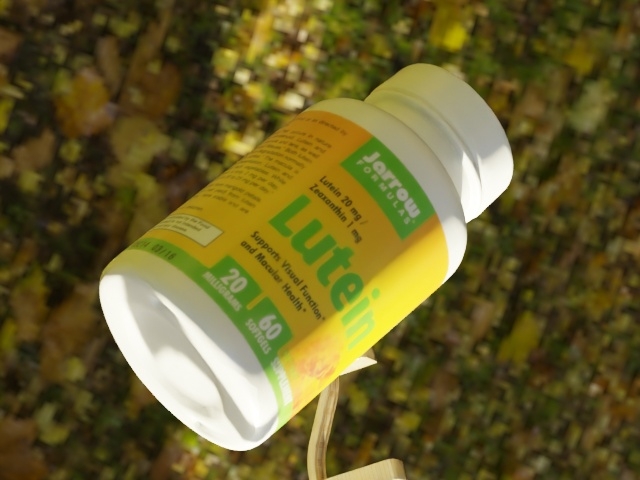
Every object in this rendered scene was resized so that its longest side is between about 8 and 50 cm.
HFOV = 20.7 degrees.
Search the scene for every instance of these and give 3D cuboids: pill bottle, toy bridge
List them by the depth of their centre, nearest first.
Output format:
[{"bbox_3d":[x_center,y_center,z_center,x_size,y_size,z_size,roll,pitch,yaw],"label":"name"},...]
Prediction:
[{"bbox_3d":[0.000,0.000,1.051,0.246,0.136,0.136,-40,139,-26],"label":"pill bottle"},{"bbox_3d":[0.026,0.164,1.184,0.026,0.063,0.188,24,49,-64],"label":"toy bridge"}]
